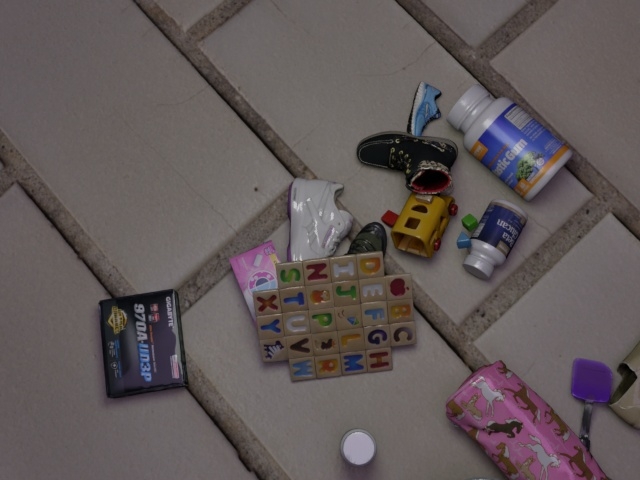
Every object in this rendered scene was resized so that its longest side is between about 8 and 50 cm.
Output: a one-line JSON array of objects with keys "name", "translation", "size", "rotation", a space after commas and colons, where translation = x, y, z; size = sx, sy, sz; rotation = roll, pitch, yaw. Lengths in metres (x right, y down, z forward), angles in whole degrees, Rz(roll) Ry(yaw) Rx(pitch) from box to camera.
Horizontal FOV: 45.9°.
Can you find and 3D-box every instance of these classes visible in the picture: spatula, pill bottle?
[{"name": "spatula", "translation": [0.574, 0.404, 1.631], "size": [0.084, 0.030, 0.296], "rotation": [8, 78, 16]}, {"name": "pill bottle", "translation": [0.079, 0.434, 1.584], "size": [0.078, 0.137, 0.078], "rotation": [0, 77, 1]}, {"name": "pill bottle", "translation": [0.389, -0.001, 1.703], "size": [0.094, 0.094, 0.169], "rotation": [29, 79, 8]}, {"name": "pill bottle", "translation": [0.424, -0.229, 1.727], "size": [0.272, 0.152, 0.152], "rotation": [42, 81, 11]}]

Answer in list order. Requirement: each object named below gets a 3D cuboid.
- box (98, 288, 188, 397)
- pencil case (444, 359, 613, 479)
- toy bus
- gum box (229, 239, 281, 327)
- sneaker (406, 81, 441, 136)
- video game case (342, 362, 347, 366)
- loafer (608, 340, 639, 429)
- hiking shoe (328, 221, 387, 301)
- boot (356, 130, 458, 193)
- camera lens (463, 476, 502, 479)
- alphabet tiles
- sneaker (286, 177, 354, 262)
[{"name": "box", "translation": [-0.397, 0.231, 1.691], "size": [0.175, 0.051, 0.220], "rotation": [-9, 76, 0]}, {"name": "pencil case", "translation": [0.435, 0.433, 1.555], "size": [0.160, 0.167, 0.386], "rotation": [-34, 72, -30]}, {"name": "toy bus", "translation": [0.236, -0.064, 1.689], "size": [0.191, 0.104, 0.202], "rotation": [-24, 53, 2]}, {"name": "gum box", "translation": [-0.124, 0.102, 1.708], "size": [0.107, 0.062, 0.188], "rotation": [-23, 77, -4]}, {"name": "sneaker", "translation": [0.251, -0.298, 1.796], "size": [0.073, 0.063, 0.162], "rotation": [15, 78, 0]}, {"name": "video game case", "translation": [0.032, 0.214, 1.704], "size": [0.122, 0.011, 0.087], "rotation": [36, 79, 9]}, {"name": "loafer", "translation": [0.697, 0.268, 1.626], "size": [0.092, 0.102, 0.269], "rotation": [22, 79, 1]}, {"name": "hiking shoe", "translation": [0.085, 0.054, 1.687], "size": [0.086, 0.114, 0.227], "rotation": [28, 79, 6]}, {"name": "boot", "translation": [0.189, -0.175, 1.701], "size": [0.236, 0.179, 0.085], "rotation": [3, 120, 9]}, {"name": "camera lens", "translation": [0.322, 0.580, 1.459], "size": [0.219, 0.274, 0.219], "rotation": [-6, 64, 11]}, {"name": "alphabet tiles", "translation": [0.033, 0.168, 1.632], "size": [0.342, 0.011, 0.285], "rotation": [-7, 110, -1]}, {"name": "sneaker", "translation": [0.000, 0.000, 1.703], "size": [0.152, 0.114, 0.305], "rotation": [-1, 77, 3]}]
